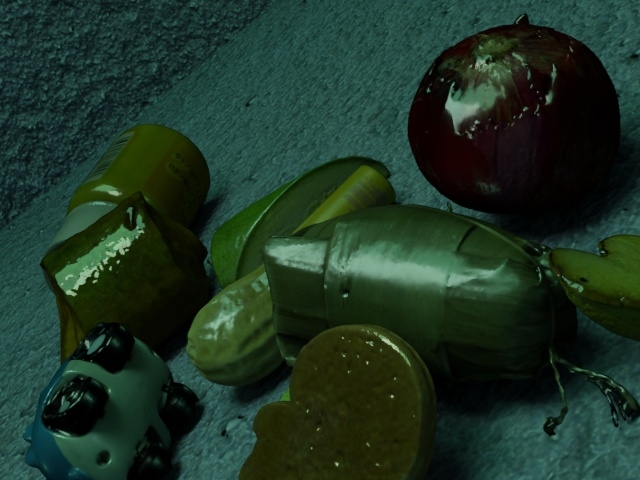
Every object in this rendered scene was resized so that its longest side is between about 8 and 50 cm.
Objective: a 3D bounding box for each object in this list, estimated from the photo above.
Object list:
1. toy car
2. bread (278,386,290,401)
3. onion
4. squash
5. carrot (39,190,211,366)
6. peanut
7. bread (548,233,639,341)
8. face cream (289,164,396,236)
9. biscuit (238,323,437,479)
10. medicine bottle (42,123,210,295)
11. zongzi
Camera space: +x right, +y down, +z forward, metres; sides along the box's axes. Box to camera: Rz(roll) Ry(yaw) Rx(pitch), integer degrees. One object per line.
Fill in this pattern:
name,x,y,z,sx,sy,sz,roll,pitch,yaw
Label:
toy car,-0.305,0.251,1.508,0.190,0.188,0.255,-31,25,30
bread,0.029,0.200,1.312,0.228,0.033,0.228,-33,24,16
onion,0.247,-0.146,1.392,0.276,0.276,0.276,-31,23,15
squash,-0.039,-0.037,1.769,0.288,0.111,0.203,-26,27,22
carrot,-0.341,0.089,1.801,0.340,0.241,0.241,-40,23,-7
peanut,-0.058,0.082,1.533,0.305,0.147,0.147,-42,23,-15
bread,0.308,0.045,1.081,0.187,0.065,0.149,6,31,-8
face cream,0.000,0.000,1.676,0.273,0.078,0.078,-45,24,-17
biscuit,0.015,0.213,1.148,0.289,0.044,0.202,-54,52,28
medicine bottle,-0.371,-0.041,2.106,0.224,0.224,0.384,-24,26,30
zongzi,0.207,0.044,1.250,0.447,0.181,0.418,9,19,37
